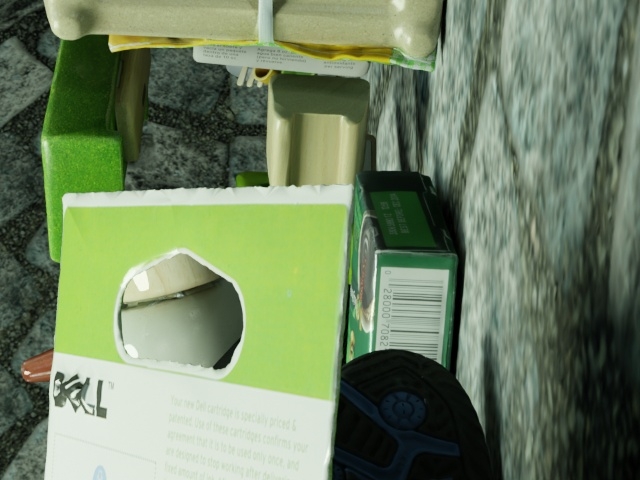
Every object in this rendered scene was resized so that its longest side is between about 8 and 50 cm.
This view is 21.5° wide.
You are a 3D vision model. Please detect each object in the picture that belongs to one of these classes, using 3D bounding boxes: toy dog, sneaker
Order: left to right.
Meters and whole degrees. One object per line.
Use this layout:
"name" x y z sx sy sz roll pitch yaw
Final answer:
"toy dog" -0.106 0.062 1.234 0.333 0.161 0.220 36 -134 -73
"sneaker" 0.024 0.143 0.624 0.081 0.080 0.211 104 168 -65

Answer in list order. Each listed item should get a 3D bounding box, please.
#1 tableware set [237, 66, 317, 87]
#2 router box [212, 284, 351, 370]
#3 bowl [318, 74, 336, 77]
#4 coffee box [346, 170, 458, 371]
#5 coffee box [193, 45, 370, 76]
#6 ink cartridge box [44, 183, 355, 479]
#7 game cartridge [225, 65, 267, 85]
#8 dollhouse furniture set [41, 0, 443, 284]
"tableware set" -0.020 -0.198 1.426 0.024 0.104 0.154 31 -106 -47
"router box" -0.038 0.103 0.902 0.133 0.046 0.179 -47 12 38
"bowl" -0.014 -0.170 1.520 0.142 0.053 0.142 98 172 -66
"coffee box" 0.034 0.071 0.795 0.113 0.040 0.184 -98 10 -68
"coffee box" -0.009 -0.242 0.966 0.297 0.118 0.168 101 173 -66
"ink cartridge box" -0.008 0.115 0.494 0.189 0.097 0.255 1 88 60
"game cartridge" -0.044 -0.287 1.647 0.297 0.062 0.198 100 -168 -64
"dollhouse furniture set" -0.040 -0.140 0.858 0.151 0.197 0.302 -88 1 -50
